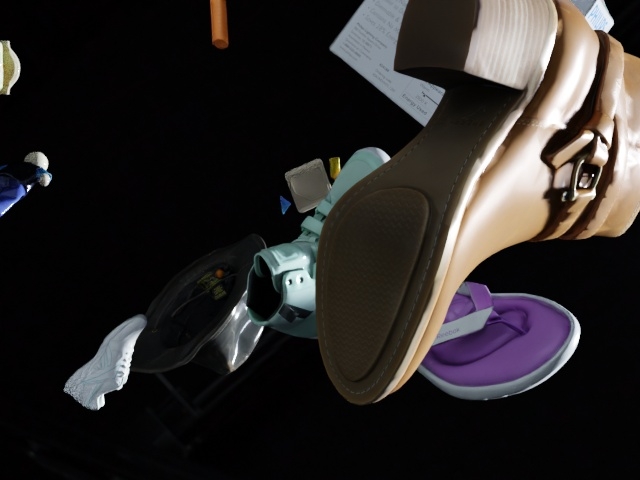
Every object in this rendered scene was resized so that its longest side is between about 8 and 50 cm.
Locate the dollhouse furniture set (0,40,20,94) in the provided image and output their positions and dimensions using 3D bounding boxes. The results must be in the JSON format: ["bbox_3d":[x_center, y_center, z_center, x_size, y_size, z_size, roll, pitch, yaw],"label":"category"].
[{"bbox_3d":[-0.368,-0.127,1.044,0.101,0.161,0.182,1,-173,-6],"label":"dollhouse furniture set"}]

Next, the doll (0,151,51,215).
[{"bbox_3d":[-0.474,-0.085,1.583,0.129,0.046,0.189,6,-146,18],"label":"doll"}]

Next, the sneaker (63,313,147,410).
[{"bbox_3d":[-0.280,0.166,1.425,0.061,0.054,0.152,41,-84,7],"label":"sneaker"}]

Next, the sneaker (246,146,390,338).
[{"bbox_3d":[0.000,0.001,1.259,0.094,0.151,0.256,27,-81,33],"label":"sneaker"}]

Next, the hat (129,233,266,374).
[{"bbox_3d":[-0.181,0.144,1.772,0.331,0.134,0.331,-32,-157,15],"label":"hat"}]

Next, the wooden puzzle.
[{"bbox_3d":[-0.017,-0.091,1.725,0.116,0.078,0.014,-18,-164,-14],"label":"wooden puzzle"}]

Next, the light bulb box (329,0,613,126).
[{"bbox_3d":[0.282,-0.379,1.931,0.358,0.225,0.361,42,-76,16],"label":"light bulb box"}]

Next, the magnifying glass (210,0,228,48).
[{"bbox_3d":[-0.170,-0.413,1.706,0.026,0.092,0.231,-21,-120,24],"label":"magnifying glass"}]

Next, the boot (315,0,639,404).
[{"bbox_3d":[0.086,-0.013,0.478,0.073,0.152,0.197,28,-78,47],"label":"boot"}]

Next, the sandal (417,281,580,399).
[{"bbox_3d":[0.170,0.110,1.417,0.169,0.102,0.416,-52,-154,-16],"label":"sandal"}]
